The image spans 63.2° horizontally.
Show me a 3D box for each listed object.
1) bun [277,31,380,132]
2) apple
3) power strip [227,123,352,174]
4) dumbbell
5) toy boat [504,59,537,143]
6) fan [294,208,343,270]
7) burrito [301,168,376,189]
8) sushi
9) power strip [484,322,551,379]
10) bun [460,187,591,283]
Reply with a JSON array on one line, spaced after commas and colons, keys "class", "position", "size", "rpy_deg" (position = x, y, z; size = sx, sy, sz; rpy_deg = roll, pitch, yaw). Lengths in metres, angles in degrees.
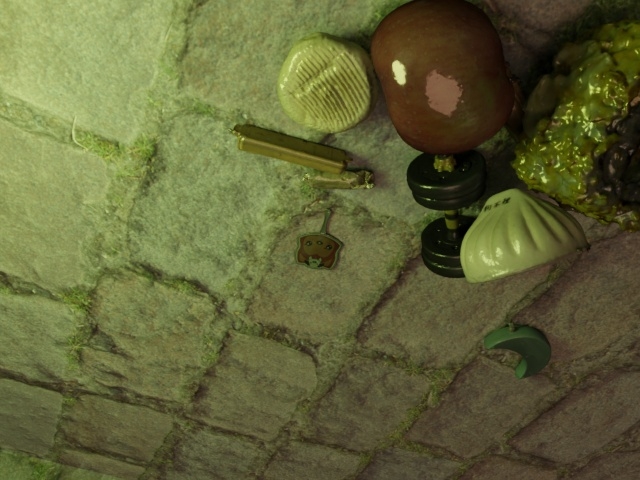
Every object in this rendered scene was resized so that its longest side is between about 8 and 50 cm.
[{"class": "bun", "position": [0.019, -0.335, 1.107], "size": [0.220, 0.134, 0.220], "rpy_deg": [4, 135, 4]}, {"class": "apple", "position": [0.235, -0.320, 1.008], "size": [0.235, 0.306, 0.306], "rpy_deg": [-17, 125, 16]}, {"class": "power strip", "position": [-0.073, -0.218, 1.245], "size": [0.305, 0.064, 0.044], "rpy_deg": [14, 134, -8]}, {"class": "dumbbell", "position": [0.321, -0.067, 1.272], "size": [0.185, 0.185, 0.388], "rpy_deg": [-10, 127, 10]}, {"class": "toy boat", "position": [0.466, -0.287, 1.151], "size": [0.121, 0.089, 0.321], "rpy_deg": [-39, 118, 18]}, {"class": "fan", "position": [0.000, 0.000, 1.447], "size": [0.132, 0.009, 0.220], "rpy_deg": [11, 128, -6]}, {"class": "burrito", "position": [0.045, -0.154, 1.302], "size": [0.188, 0.045, 0.058], "rpy_deg": [2, 121, 4]}, {"class": "sushi", "position": [0.596, -0.230, 1.035], "size": [0.351, 0.240, 0.396], "rpy_deg": [17, 106, -26]}, {"class": "power strip", "position": [0.638, 0.342, 1.658], "size": [0.167, 0.054, 0.253], "rpy_deg": [-33, 120, 22]}, {"class": "bun", "position": [0.416, -0.022, 1.120], "size": [0.263, 0.263, 0.175], "rpy_deg": [-20, 84, 17]}]
